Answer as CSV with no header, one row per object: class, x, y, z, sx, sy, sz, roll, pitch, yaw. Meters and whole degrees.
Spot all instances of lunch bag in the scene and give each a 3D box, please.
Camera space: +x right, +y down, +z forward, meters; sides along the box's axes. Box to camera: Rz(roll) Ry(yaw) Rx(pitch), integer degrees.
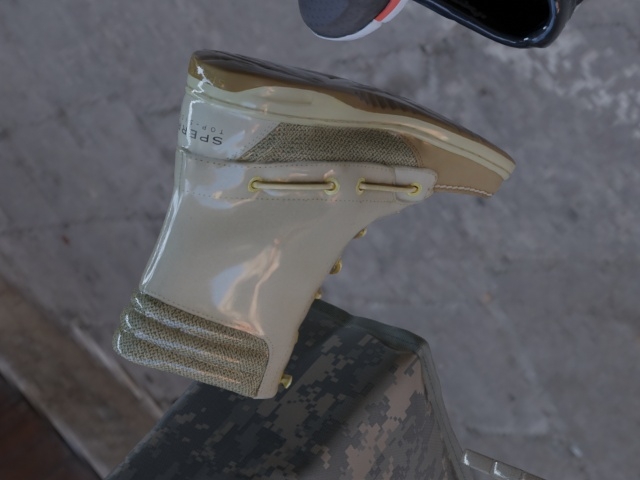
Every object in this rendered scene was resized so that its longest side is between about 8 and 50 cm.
lunch bag,-0.009,0.216,1.062,0.169,0.235,0.287,19,145,37

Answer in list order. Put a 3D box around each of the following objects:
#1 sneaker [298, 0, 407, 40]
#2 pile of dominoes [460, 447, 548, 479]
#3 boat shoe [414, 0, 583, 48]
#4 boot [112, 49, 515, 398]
sneaker,0.010,-0.135,0.568,0.061,0.065,0.158,62,149,20
pile of dominoes,0.172,0.153,0.612,0.196,0.040,0.251,24,174,-18
boat shoe,0.002,-0.208,0.735,0.340,0.113,0.127,35,140,-17
boot,0.000,0.000,0.924,0.095,0.262,0.203,29,104,44
